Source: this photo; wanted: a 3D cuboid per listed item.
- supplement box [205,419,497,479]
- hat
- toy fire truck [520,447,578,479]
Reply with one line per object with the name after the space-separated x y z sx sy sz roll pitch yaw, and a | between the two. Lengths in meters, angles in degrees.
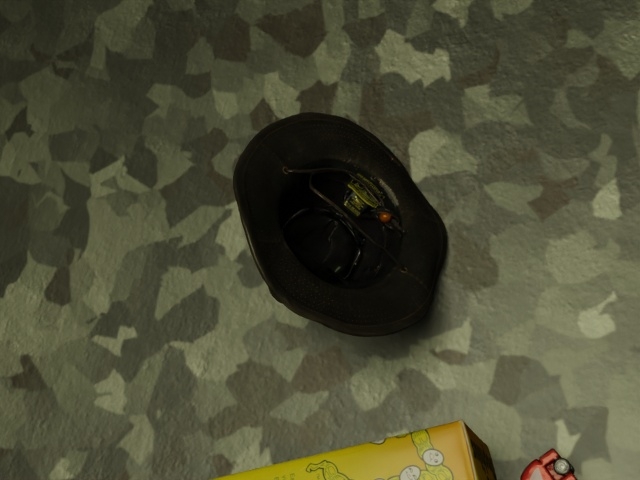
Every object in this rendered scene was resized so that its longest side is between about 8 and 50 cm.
0.029 0.351 1.246 0.356 0.194 0.195 -15 68 11 | supplement box
0.000 0.000 1.376 0.134 0.331 0.331 -42 58 43 | hat
0.274 0.352 1.249 0.135 0.047 0.192 -37 64 4 | toy fire truck
